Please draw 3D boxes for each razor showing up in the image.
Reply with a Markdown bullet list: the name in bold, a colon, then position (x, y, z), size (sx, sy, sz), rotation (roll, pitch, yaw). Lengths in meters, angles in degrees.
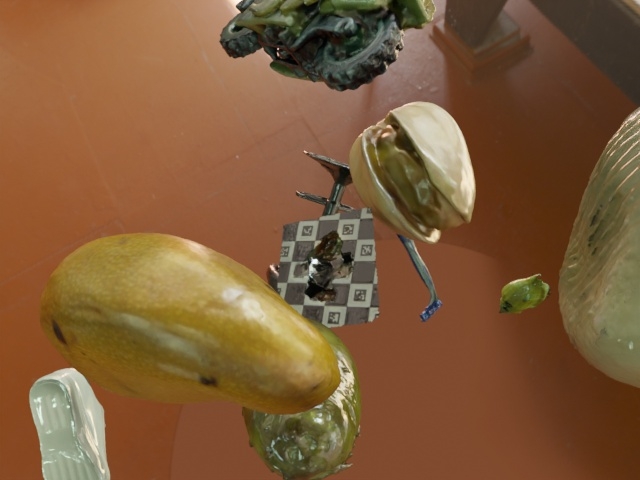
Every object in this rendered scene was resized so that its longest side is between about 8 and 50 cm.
- **razor**: position (0.292, 0.086, 1.632), size (0.093, 0.324, 0.056), rotation (-36, 24, -31)

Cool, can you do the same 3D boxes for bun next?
- **bun**: position (0.415, 0.000, 0.640), size (0.234, 0.326, 0.362), rotation (8, 31, 15)

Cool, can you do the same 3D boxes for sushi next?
- **sushi**: position (0.016, 0.057, 0.960), size (0.192, 0.040, 0.210), rotation (-11, 62, 23)

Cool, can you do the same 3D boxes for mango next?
- **mango**: position (-0.100, 0.055, 0.391), size (0.262, 0.157, 0.109), rotation (-4, 53, 39)

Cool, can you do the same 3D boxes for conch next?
- **conch**: position (0.552, 0.150, 1.524), size (0.095, 0.201, 0.079), rotation (29, 60, -15)

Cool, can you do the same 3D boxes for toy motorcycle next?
- **toy motorcycle**: position (0.002, -0.348, 0.851), size (0.237, 0.169, 0.410), rotation (-51, 44, -4)

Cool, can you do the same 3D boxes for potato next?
- **potato**: position (-0.024, 0.185, 0.688), size (0.149, 0.113, 0.251), rotation (-4, 24, -8)

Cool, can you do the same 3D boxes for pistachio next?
- **pistachio**: position (0.173, -0.132, 1.050), size (0.229, 0.238, 0.321), rotation (-40, 33, 23)

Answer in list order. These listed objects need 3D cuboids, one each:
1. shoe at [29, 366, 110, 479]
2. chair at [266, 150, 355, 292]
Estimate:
- **shoe**: position (-0.572, 0.473, 1.326), size (0.132, 0.160, 0.363), rotation (-14, 95, 2)
- **chair**: position (0.000, 0.000, 1.388), size (0.226, 0.226, 0.401), rotation (21, 99, 16)
